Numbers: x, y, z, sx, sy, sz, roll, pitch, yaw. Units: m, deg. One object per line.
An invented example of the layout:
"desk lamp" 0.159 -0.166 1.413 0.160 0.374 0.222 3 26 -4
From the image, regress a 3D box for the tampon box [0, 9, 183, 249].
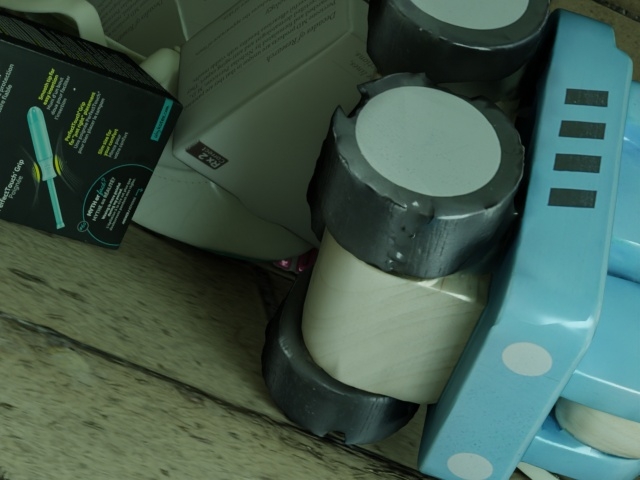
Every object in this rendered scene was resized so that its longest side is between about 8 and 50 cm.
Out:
"tampon box" -0.203 -0.083 1.099 0.161 0.120 0.101 17 15 -38

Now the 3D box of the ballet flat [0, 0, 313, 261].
"ballet flat" -0.169 -0.116 1.249 0.400 0.139 0.139 29 12 14

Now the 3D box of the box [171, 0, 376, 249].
"box" 0.017 -0.102 1.157 0.181 0.182 0.119 33 41 -35

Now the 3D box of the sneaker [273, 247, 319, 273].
"sneaker" 0.000 0.000 1.338 0.170 0.063 0.075 20 4 -13

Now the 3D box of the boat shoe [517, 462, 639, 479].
"boat shoe" 0.215 0.152 1.050 0.109 0.091 0.305 15 16 -44

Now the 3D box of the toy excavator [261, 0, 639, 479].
"toy excavator" 0.196 0.068 0.905 0.445 0.222 0.433 16 48 -1

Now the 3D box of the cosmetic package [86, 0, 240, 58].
"cosmetic package" -0.131 -0.181 1.439 0.151 0.151 0.183 17 46 -44
